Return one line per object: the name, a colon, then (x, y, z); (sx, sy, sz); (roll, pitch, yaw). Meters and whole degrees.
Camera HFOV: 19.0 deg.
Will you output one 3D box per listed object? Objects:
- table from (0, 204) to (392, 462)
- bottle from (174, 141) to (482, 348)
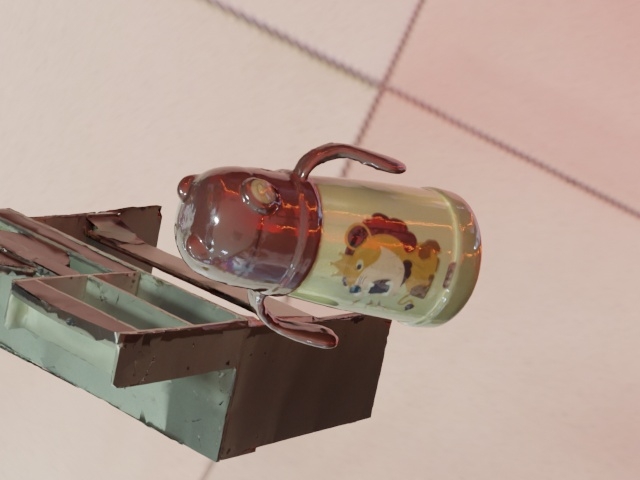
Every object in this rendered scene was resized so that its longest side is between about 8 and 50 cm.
table: (-0.080, 0.035, 0.803); (0.175, 0.146, 0.062); (-6, 114, -51)
bottle: (0.000, 0.002, 0.602); (0.101, 0.047, 0.063); (9, 83, -33)
